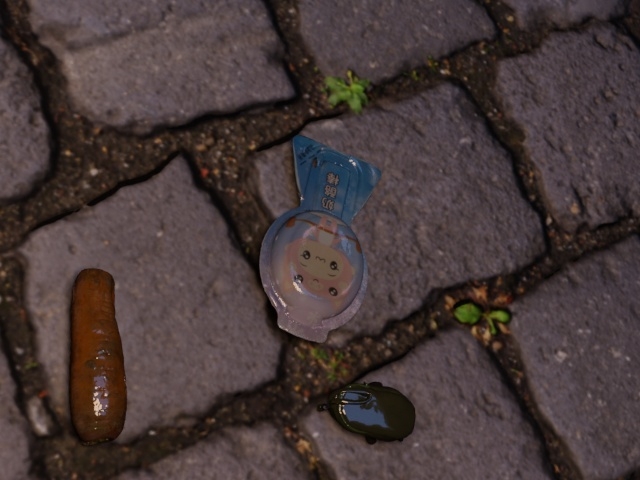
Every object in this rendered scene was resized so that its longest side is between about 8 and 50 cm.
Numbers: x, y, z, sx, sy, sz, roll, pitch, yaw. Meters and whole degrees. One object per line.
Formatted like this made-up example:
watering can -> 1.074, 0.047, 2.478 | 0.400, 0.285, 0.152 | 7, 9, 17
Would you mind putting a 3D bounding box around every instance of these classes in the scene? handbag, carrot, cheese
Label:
handbag -> 0.054, 0.188, 1.536 | 0.111, 0.047, 0.072 | 14, 70, -23
carrot -> -0.228, 0.115, 1.407 | 0.060, 0.060, 0.186 | 4, 68, -27
cheese -> 0.000, 0.000, 1.579 | 0.135, 0.052, 0.244 | 22, 62, -19
